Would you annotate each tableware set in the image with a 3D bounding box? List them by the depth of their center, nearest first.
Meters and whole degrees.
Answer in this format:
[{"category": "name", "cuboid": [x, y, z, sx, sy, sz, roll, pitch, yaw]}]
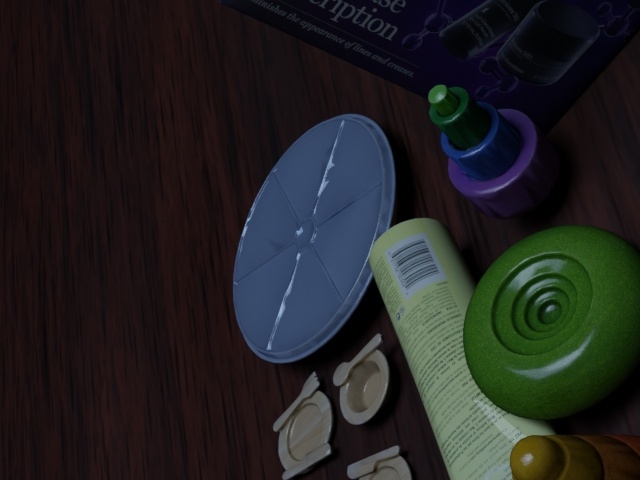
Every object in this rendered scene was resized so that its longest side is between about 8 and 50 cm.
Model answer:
[{"category": "tableware set", "cuboid": [0.012, 0.156, 1.162, 0.141, 0.020, 0.168, -40, 41, 37]}]

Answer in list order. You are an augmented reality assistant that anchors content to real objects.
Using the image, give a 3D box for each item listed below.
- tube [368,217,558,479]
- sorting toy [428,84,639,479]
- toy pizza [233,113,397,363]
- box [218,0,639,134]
[{"category": "tube", "cuboid": [0.094, 0.089, 1.051, 0.070, 0.062, 0.240, 87, 166, -46]}, {"category": "sorting toy", "cuboid": [0.117, 0.042, 0.939, 0.127, 0.126, 0.365, -30, 47, 20]}, {"category": "toy pizza", "cuboid": [0.000, 0.000, 1.261, 0.201, 0.032, 0.201, -35, 44, 42]}, {"category": "box", "cuboid": [0.081, -0.193, 1.035, 0.184, 0.261, 0.103, -52, 36, 26]}]
